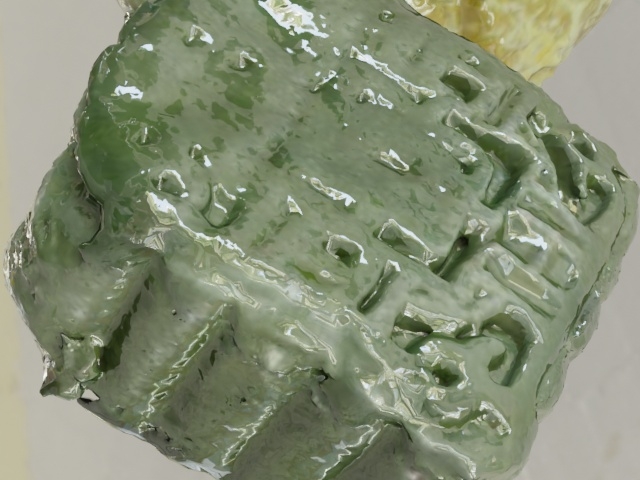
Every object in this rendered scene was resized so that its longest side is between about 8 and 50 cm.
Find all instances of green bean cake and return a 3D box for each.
[{"bbox_3d":[0.000,0.000,0.740,0.227,0.222,0.125,32,-40,2],"label":"green bean cake"}]

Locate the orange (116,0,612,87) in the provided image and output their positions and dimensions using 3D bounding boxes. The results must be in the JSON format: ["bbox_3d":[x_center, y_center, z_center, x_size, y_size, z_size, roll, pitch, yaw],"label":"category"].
[{"bbox_3d":[-0.004,-0.186,1.134,0.369,0.210,0.271,29,-11,-2],"label":"orange"}]
